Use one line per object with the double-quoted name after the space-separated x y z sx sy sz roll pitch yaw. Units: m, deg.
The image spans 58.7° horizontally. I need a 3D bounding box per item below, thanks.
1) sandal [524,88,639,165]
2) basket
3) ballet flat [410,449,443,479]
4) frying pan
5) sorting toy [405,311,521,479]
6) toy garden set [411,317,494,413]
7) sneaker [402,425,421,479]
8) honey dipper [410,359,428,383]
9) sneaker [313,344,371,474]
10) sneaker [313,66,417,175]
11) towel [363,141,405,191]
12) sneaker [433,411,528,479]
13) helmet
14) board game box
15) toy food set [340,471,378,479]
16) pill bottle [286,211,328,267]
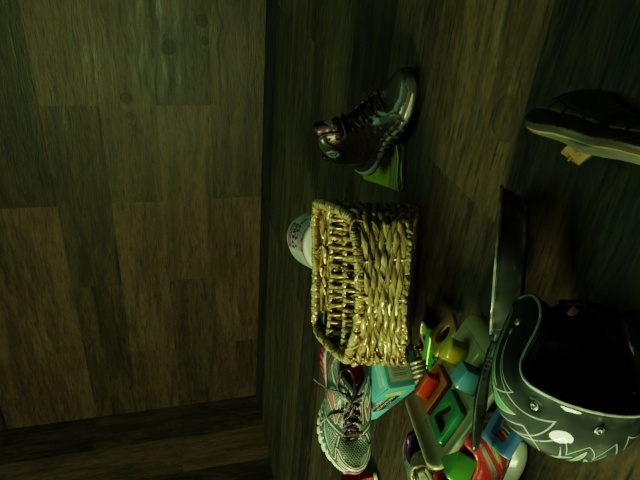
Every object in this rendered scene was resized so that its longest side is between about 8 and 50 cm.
0.298 -0.108 0.600 0.219 0.090 0.060 46 161 57 "sandal"
0.066 0.080 1.080 0.213 0.223 0.298 -45 -42 -72 "basket"
0.208 0.469 0.982 0.206 0.073 0.067 62 -162 14 "ballet flat"
0.226 0.080 0.711 0.197 0.053 0.326 67 -149 -55 "frying pan"
0.196 0.214 0.859 0.196 0.047 0.347 -56 12 13 "sorting toy"
0.217 0.292 1.035 0.244 0.049 0.203 -125 34 -63 "toy garden set"
0.192 0.461 1.055 0.098 0.083 0.223 71 -174 -54 "sneaker"
0.191 0.290 0.995 0.030 0.031 0.160 113 149 -60 "honey dipper"
0.055 0.350 1.225 0.112 0.121 0.298 153 112 -72 "sneaker"
0.075 -0.240 1.153 0.281 0.163 0.106 118 155 -50 "sneaker"
0.135 -0.174 1.281 0.237 0.021 0.102 -142 50 -71 "towel"
0.229 0.384 0.879 0.107 0.119 0.278 -128 37 -67 "sneaker"
0.262 0.149 0.606 0.169 0.170 0.161 132 149 -70 "helmet"
0.117 0.267 1.352 0.336 0.079 0.253 111 150 -59 "board game box"
0.115 0.655 1.498 0.232 0.105 0.111 -82 -21 -73 "toy food set"
0.000 0.000 1.562 0.283 0.161 0.160 -164 70 -74 "pill bottle"
